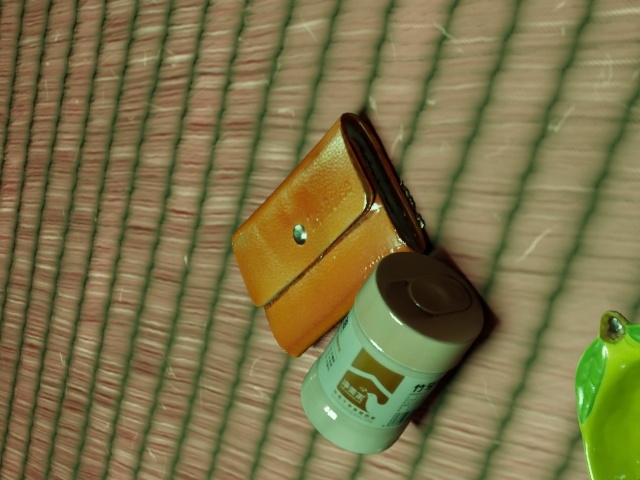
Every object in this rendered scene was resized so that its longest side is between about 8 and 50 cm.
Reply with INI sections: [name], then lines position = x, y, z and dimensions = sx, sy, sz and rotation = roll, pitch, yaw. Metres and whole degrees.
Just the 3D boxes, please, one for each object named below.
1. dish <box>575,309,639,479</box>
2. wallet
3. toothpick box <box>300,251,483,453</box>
[dish]
position = 0.248, 0.135, 0.737
dimensions = 0.149, 0.080, 0.207
rotation = -33, 73, 51
[wallet]
position = 0.000, 0.000, 1.030
dimensions = 0.204, 0.045, 0.142
rotation = -44, 63, 44
[toothpick box]
position = 0.056, 0.094, 0.939
dimensions = 0.098, 0.098, 0.149
rotation = 55, 134, 28
